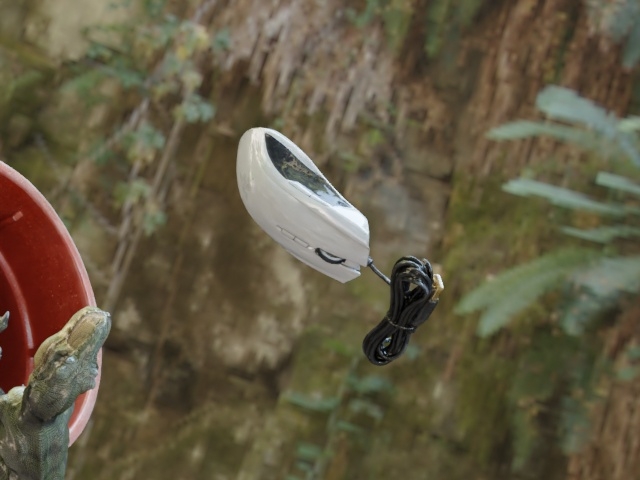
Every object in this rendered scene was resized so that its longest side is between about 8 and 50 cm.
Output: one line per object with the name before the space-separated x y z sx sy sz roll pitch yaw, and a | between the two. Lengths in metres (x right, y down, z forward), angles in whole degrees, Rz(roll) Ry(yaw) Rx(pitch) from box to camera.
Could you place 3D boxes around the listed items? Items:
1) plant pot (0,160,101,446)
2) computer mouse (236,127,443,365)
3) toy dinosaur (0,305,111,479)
plant pot | -0.377 0.089 1.423 0.265 0.272 0.272 -18 -36 27
computer mouse | 0.000 0.000 1.180 0.193 0.042 0.106 44 -37 11
toy dinosaur | -0.172 0.115 0.944 0.064 0.118 0.268 -8 -43 -23
